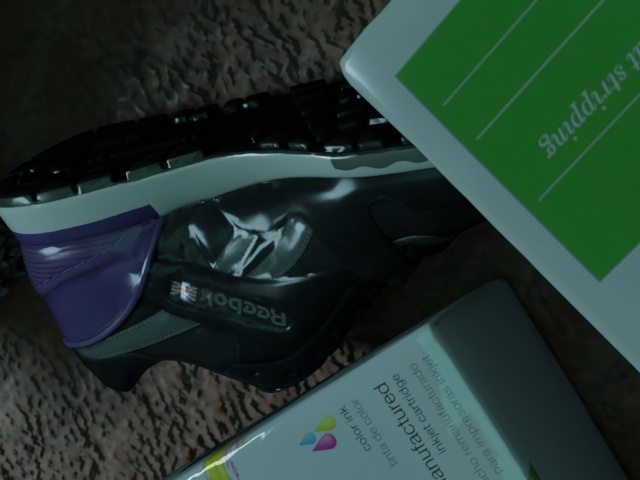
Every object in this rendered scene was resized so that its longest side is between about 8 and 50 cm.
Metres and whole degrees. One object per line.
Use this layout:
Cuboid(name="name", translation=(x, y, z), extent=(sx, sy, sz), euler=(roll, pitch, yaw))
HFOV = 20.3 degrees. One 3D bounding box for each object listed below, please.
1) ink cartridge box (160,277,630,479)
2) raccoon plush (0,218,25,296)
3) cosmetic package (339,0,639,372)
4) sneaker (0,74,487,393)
Cuboid(name="ink cartridge box", translation=(0.024, 0.139, 0.795), extent=(0.212, 0.093, 0.154), euler=(-33, 87, 28))
Cuboid(name="raccoon plush", translation=(-0.292, -0.039, 0.732), extent=(0.216, 0.446, 0.299), euler=(-42, 91, 3))
Cuboid(name="cosmetic package", translation=(0.214, -0.001, 0.519), extent=(0.365, 0.155, 0.197), euler=(45, 118, 9))
Cuboid(name="sneaker", translation=(0.000, 0.000, 0.787), extent=(0.283, 0.107, 0.124), euler=(-8, 112, 29))
